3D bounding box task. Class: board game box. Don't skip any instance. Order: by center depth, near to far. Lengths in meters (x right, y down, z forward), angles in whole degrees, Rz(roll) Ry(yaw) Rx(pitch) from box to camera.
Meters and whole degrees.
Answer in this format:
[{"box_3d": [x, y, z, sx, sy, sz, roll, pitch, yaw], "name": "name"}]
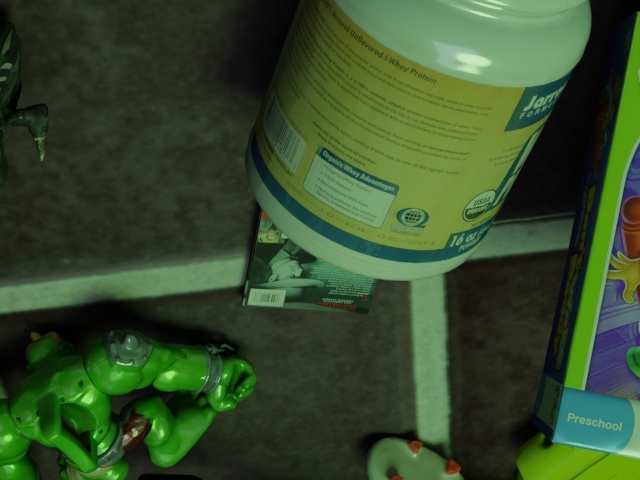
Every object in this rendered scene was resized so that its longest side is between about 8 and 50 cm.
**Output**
[{"box_3d": [0.311, 0.025, 0.829, 0.347, 0.078, 0.233, 11, 91, 0], "name": "board game box"}]

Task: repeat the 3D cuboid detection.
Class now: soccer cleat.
[{"box_3d": [0.104, 0.222, 1.119, 0.196, 0.068, 0.076, 39, 141, -5], "name": "soccer cleat"}]

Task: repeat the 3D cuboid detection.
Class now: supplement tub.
[{"box_3d": [0.053, -0.092, 0.793, 0.144, 0.144, 0.199, 10, 132, -15], "name": "supplement tub"}]

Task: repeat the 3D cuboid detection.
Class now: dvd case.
[{"box_3d": [0.000, 0.000, 0.965, 0.087, 0.013, 0.119, 3, 132, -9], "name": "dvd case"}]

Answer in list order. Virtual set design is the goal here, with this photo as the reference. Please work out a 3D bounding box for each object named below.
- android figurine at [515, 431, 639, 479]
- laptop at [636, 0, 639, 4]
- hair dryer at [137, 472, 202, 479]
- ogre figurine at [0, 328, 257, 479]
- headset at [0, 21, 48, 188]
[{"box_3d": [0.267, 0.180, 1.138, 0.248, 0.056, 0.273, 32, 124, -30], "name": "android figurine"}, {"box_3d": [0.251, -0.167, 0.547, 0.408, 0.236, 0.382, -9, 144, 27], "name": "laptop"}, {"box_3d": [0.009, 0.264, 1.073, 0.293, 0.223, 0.080, 14, 115, -44], "name": "hair dryer"}, {"box_3d": [-0.150, 0.117, 1.005, 0.197, 0.097, 0.118, -14, 146, 22], "name": "ogre figurine"}, {"box_3d": [-0.329, 0.002, 0.877, 0.394, 0.185, 0.243, -18, 139, 31], "name": "headset"}]
